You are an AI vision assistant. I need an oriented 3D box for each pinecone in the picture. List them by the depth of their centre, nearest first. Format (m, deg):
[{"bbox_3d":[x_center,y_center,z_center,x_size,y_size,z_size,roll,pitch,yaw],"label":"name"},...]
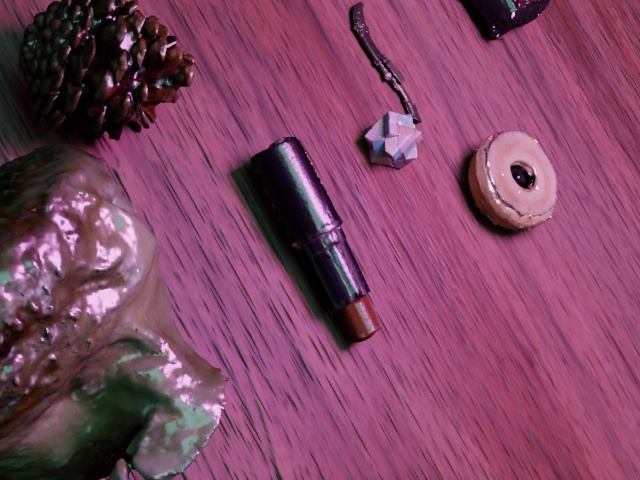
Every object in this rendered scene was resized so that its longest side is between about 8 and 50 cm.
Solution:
[{"bbox_3d":[-0.262,-0.208,1.160,0.205,0.184,0.179,29,29,-47],"label":"pinecone"}]

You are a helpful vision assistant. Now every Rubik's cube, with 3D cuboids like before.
[{"bbox_3d":[0.112,-0.154,1.429,0.084,0.073,0.075,-7,74,-36],"label":"Rubik's cube"}]

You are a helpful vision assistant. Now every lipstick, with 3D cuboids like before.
[{"bbox_3d":[0.000,0.000,1.293,0.081,0.081,0.299,-28,90,-37],"label":"lipstick"}]

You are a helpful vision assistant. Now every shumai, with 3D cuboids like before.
[{"bbox_3d":[-0.292,0.119,0.950,0.348,0.395,0.395,57,50,-27],"label":"shumai"}]

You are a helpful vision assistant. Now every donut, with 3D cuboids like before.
[{"bbox_3d":[0.309,-0.094,1.532,0.175,0.068,0.174,13,66,-30],"label":"donut"}]

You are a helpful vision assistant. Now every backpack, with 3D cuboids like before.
[{"bbox_3d":[0.341,-0.438,1.666,0.165,0.106,0.120,-34,86,-33],"label":"backpack"}]

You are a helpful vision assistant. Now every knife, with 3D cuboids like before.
[{"bbox_3d":[0.102,-0.284,1.508,0.046,0.021,0.222,-23,83,-39],"label":"knife"}]
